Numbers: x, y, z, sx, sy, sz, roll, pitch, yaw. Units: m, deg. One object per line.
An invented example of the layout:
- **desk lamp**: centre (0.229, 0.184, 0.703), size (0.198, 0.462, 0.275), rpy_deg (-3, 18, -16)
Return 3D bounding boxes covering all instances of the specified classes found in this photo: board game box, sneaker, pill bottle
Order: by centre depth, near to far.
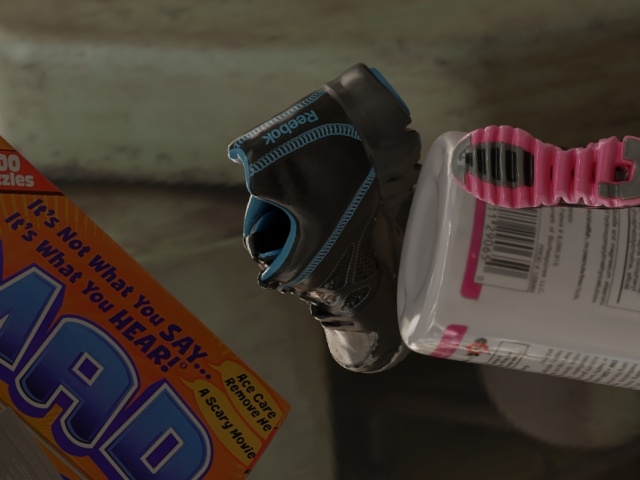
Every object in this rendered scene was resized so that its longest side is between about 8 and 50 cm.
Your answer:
- **sneaker**: centre (0.132, -0.035, 0.961), size (0.057, 0.119, 0.047), rpy_deg (25, -106, -71)
- **pill bottle**: centre (0.208, 0.023, 1.229), size (0.160, 0.283, 0.160), rpy_deg (-170, 90, -83)
- **sneaker**: centre (0.000, 0.000, 1.405), size (0.125, 0.140, 0.340), rpy_deg (55, 162, 37)
- **board game box**: centre (-0.323, 0.190, 1.496), size (0.356, 0.356, 0.356), rpy_deg (44, 147, -14)

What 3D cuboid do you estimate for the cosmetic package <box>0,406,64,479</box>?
- **cosmetic package**: centre (-0.280, 0.213, 1.146), size (0.107, 0.127, 0.238), rpy_deg (53, -150, 0)
